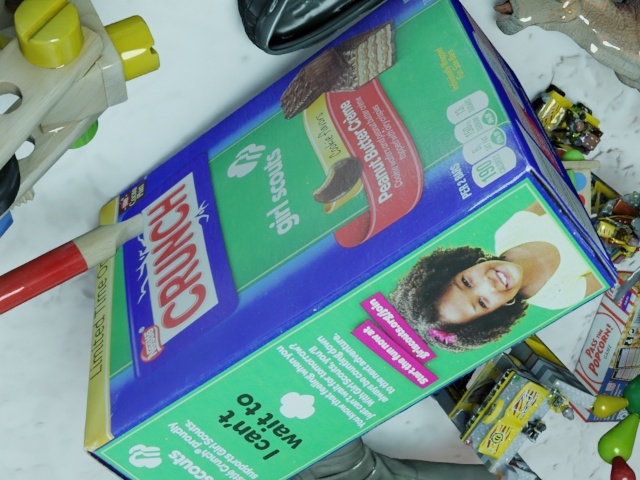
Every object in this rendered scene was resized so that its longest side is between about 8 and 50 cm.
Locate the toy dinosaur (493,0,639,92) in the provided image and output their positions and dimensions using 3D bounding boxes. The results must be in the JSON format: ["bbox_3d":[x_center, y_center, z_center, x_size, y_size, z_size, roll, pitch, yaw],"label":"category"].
[{"bbox_3d":[0.291,-0.186,0.977,0.296,0.127,0.200,-18,88,-32],"label":"toy dinosaur"}]

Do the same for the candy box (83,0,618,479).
[{"bbox_3d":[0.000,0.000,0.821,0.317,0.268,0.122,-35,123,16],"label":"candy box"}]

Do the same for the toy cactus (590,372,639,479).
[{"bbox_3d":[0.306,0.099,1.046,0.112,0.180,0.219,32,105,-14],"label":"toy cactus"}]

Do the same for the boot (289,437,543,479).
[{"bbox_3d":[0.053,0.204,1.053,0.247,0.083,0.161,-12,133,25],"label":"boot"}]

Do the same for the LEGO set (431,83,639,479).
[{"bbox_3d":[0.140,0.042,0.987,0.255,0.192,0.331,36,100,-34],"label":"LEGO set"}]

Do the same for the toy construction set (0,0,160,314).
[{"bbox_3d":[-0.166,-0.118,0.756,0.237,0.257,0.308,-28,133,-21],"label":"toy construction set"}]

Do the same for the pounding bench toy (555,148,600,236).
[{"bbox_3d":[0.172,-0.032,0.877,0.052,0.083,0.065,-2,97,-15],"label":"pounding bench toy"}]

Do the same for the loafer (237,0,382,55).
[{"bbox_3d":[0.042,-0.204,0.858,0.223,0.078,0.076,-35,127,10],"label":"loafer"}]

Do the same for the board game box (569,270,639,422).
[{"bbox_3d":[0.350,0.107,1.204,0.193,0.045,0.146,5,115,-25],"label":"board game box"}]
